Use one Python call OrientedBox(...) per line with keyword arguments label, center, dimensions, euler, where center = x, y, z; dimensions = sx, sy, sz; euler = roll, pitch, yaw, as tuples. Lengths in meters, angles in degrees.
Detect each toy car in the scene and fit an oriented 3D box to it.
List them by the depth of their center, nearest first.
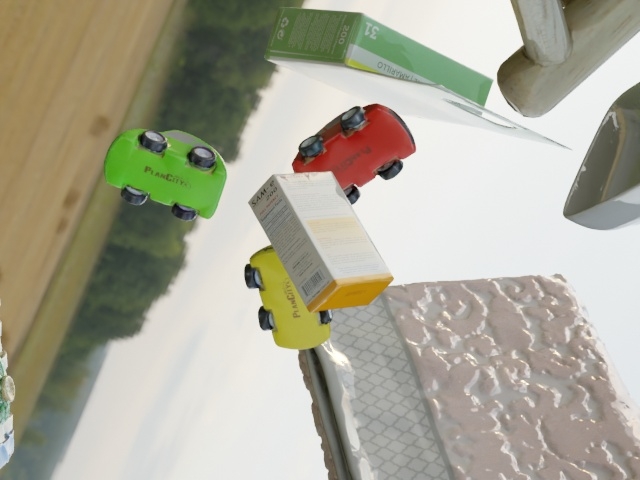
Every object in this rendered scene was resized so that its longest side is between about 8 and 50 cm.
OrientedBox(label="toy car", center=(-0.062, -0.041, 1.129), dimensions=(0.053, 0.225, 0.239), euler=(-78, -170, -60))

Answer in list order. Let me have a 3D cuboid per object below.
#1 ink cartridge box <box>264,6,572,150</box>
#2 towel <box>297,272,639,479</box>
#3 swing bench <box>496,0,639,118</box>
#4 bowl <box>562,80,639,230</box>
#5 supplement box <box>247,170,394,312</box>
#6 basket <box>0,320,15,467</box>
OrientedBox(label="ink cartridge box", center=(0.086, -0.141, 1.193), dimensions=(0.235, 0.171, 0.056), euler=(15, -93, 51))
OrientedBox(label="towel", center=(0.147, 0.151, 1.319), dimensions=(0.331, 0.317, 0.053), euler=(-108, -158, -48))
OrientedBox(label="swing bench", center=(0.104, -0.201, 0.305), dimensions=(0.165, 0.255, 0.253), euler=(67, 6, 31))
OrientedBox(label="bowl", center=(0.263, -0.071, 1.076), dimensions=(0.142, 0.053, 0.142), euler=(-34, -155, 59))
OrientedBox(label="supplement box", center=(0.000, 0.000, 0.988), dimensions=(0.036, 0.062, 0.098), euler=(-46, -118, 36))
OrientedBox(label="basket", center=(-0.361, 0.174, 1.119), dimensions=(0.255, 0.201, 0.288), euler=(-40, 143, -81))
